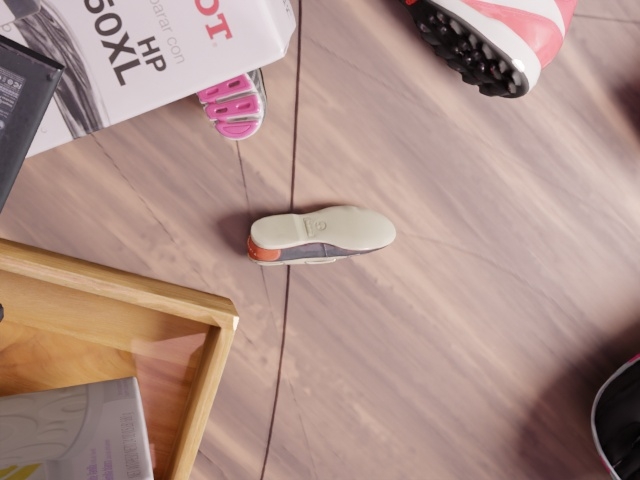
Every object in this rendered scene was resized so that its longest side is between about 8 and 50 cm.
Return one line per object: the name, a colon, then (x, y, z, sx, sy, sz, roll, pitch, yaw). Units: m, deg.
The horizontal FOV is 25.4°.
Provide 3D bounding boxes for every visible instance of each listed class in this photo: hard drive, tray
hard drive: (-0.258, -0.088, 1.048, 0.094, 0.022, 0.135, 25, 107, -8)
tray: (-0.299, 0.101, 1.254, 0.410, 0.076, 0.203, 16, 99, -13)

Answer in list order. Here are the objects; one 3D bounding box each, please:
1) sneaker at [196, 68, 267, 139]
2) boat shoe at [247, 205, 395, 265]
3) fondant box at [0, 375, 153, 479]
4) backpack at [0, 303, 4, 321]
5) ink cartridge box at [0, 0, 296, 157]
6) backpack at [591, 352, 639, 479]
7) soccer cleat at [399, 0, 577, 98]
sneaker: (-0.094, -0.162, 1.242, 0.063, 0.075, 0.170, -27, 83, 7)
boat shoe: (0.000, 0.000, 1.304, 0.137, 0.049, 0.043, -4, 145, -12)
fondant box: (-0.295, 0.210, 1.118, 0.330, 0.238, 0.096, -9, 105, -8)
backpack: (-0.455, 0.065, 1.003, 0.355, 0.290, 0.273, 39, 135, 9)
ink cartridge box: (-0.251, -0.216, 1.107, 0.394, 0.166, 0.285, -20, 105, 7)
backpack: (0.389, 0.181, 1.321, 0.253, 0.225, 0.191, -31, 136, -3)
soccer cleat: (0.092, -0.265, 1.241, 0.318, 0.108, 0.116, 42, 72, -14)
